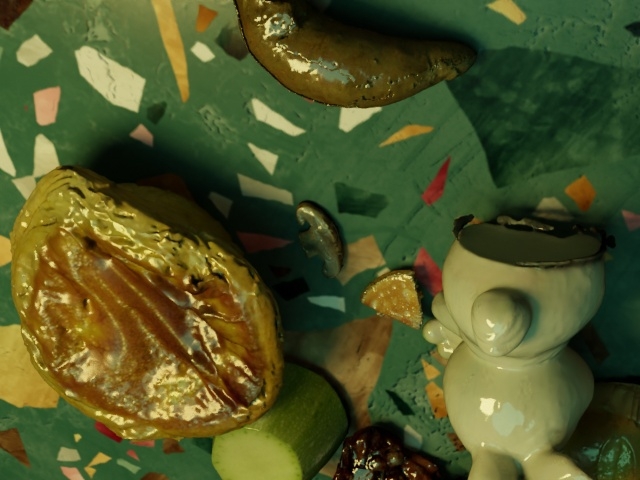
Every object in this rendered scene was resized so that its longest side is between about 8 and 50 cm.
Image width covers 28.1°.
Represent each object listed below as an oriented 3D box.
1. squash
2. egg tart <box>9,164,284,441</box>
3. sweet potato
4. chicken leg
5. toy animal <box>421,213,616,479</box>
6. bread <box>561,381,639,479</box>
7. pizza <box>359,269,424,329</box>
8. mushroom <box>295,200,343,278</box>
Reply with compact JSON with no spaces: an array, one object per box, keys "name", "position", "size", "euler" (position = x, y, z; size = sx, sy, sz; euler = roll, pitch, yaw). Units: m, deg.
[{"name":"squash","position":[-0.058,0.237,1.577],"size":[0.170,0.123,0.170],"euler":[10,123,16]},{"name":"egg tart","position":[-0.195,0.077,1.478],"size":[0.351,0.153,0.339],"euler":[23,125,3]},{"name":"sweet potato","position":[-0.003,-0.207,1.288],"size":[0.310,0.098,0.124],"euler":[28,117,-8]},{"name":"chicken leg","position":[0.100,0.365,1.641],"size":[0.177,0.083,0.323],"euler":[-9,118,-1]},{"name":"toy animal","position":[0.215,0.136,1.370],"size":[0.182,0.247,0.310],"euler":[0,110,-5]},{"name":"bread","position":[0.321,0.280,1.505],"size":[0.140,0.106,0.236],"euler":[7,123,13]},{"name":"pizza","position":[0.092,0.069,1.479],"size":[0.083,0.025,0.078],"euler":[-27,107,35]},{"name":"mushroom","position":[0.000,0.000,1.463],"size":[0.049,0.019,0.101],"euler":[-14,117,23]}]
